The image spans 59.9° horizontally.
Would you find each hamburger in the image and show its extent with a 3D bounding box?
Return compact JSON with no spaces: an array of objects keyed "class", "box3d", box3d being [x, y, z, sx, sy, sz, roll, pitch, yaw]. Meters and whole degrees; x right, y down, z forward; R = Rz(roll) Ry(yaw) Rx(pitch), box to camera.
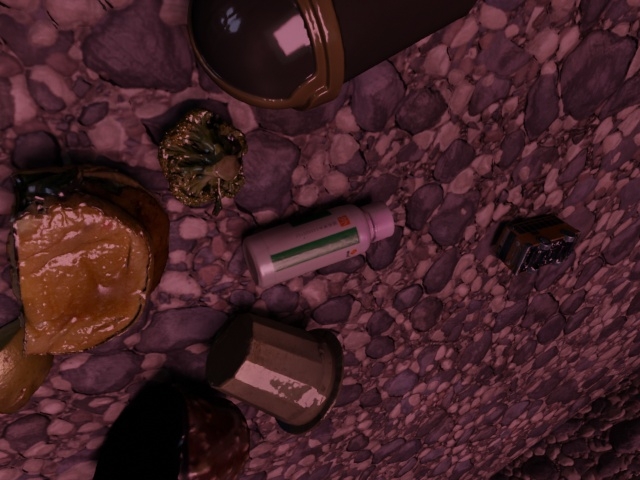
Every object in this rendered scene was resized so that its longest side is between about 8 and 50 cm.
[{"class":"hamburger","box3d":[-0.311,0.025,0.764,0.211,0.132,0.309,-4,129,-29]}]

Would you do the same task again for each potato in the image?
[{"class":"potato","box3d":[-0.460,0.203,0.865,0.120,0.081,0.149,-31,136,-2]}]

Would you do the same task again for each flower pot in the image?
[{"class":"flower pot","box3d":[-0.094,0.230,1.049,0.202,0.212,0.212,33,106,-30]}]

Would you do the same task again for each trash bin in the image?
[{"class":"trash bin","box3d":[0.008,-0.280,0.643,0.333,0.214,0.214,-27,136,-13]}]

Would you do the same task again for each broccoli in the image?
[{"class":"broccoli","box3d":[-0.155,-0.108,0.756,0.130,0.120,0.131,40,76,-39]}]

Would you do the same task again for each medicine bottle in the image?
[{"class":"medicine bottle","box3d":[0.000,0.000,0.960,0.259,0.095,0.095,-18,134,-15]}]

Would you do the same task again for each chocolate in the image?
[{"class":"chocolate","box3d":[-0.272,0.431,1.081,0.210,0.225,0.340,17,120,-48]}]

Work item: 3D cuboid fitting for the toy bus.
[{"class":"toy bus","box3d":[0.483,0.006,1.251,0.181,0.103,0.091,-12,132,-30]}]
